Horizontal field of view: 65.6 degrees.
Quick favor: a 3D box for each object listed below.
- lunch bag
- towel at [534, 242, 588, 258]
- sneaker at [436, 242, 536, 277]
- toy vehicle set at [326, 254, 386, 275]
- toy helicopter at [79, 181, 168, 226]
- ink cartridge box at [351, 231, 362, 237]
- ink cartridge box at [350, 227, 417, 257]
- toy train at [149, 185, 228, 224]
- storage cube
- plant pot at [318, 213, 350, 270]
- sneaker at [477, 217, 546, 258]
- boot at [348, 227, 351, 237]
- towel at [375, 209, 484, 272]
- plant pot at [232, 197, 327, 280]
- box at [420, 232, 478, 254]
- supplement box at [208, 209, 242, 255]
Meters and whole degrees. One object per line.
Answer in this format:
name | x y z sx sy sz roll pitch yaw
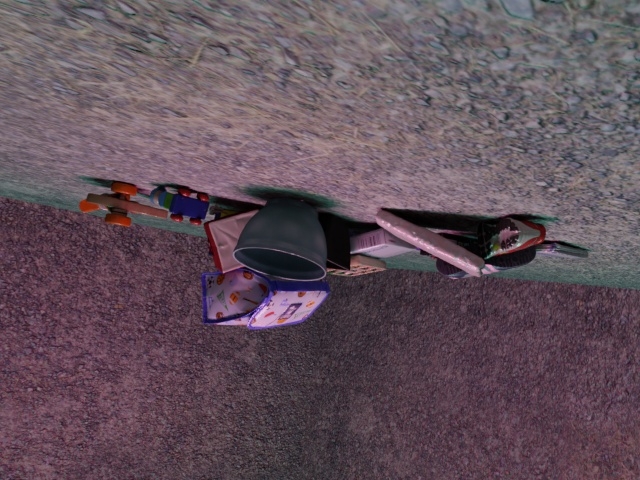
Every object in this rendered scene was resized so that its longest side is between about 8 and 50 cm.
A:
lunch bag | -0.205 0.208 1.865 0.385 0.239 0.327 -14 167 38
towel | 0.745 0.031 1.725 0.209 0.034 0.285 9 177 -33
sneaker | 0.561 0.062 1.688 0.318 0.112 0.131 -9 163 22
toy vehicle set | 0.131 0.101 1.926 0.165 0.035 0.266 -14 167 27
toy helicopter | -0.706 -0.121 1.828 0.234 0.140 0.355 8 177 21
ink cartridge box | 0.173 0.000 2.179 0.097 0.046 0.207 4 173 45
ink cartridge box | 0.193 0.039 1.927 0.324 0.072 0.330 -17 162 35
toy train | -0.444 -0.119 1.683 0.143 0.105 0.248 20 -176 29
storage cube | -0.298 -0.004 1.787 0.214 0.184 0.193 -17 -173 -16
plant pot | 0.000 0.000 1.761 0.188 0.167 0.187 4 166 33
sneaker | 0.524 -0.002 1.380 0.118 0.108 0.279 0 178 -7
boot | 0.050 -0.018 1.964 0.189 0.086 0.069 13 173 -39
towel | 0.350 0.013 1.532 0.331 0.054 0.317 27 -177 21
plant pot | -0.108 -0.012 1.555 0.292 0.197 0.293 10 160 4
box | 0.484 0.028 1.836 0.180 0.078 0.147 10 175 -17
supplement box | -0.245 -0.001 2.031 0.356 0.196 0.194 8 175 9
